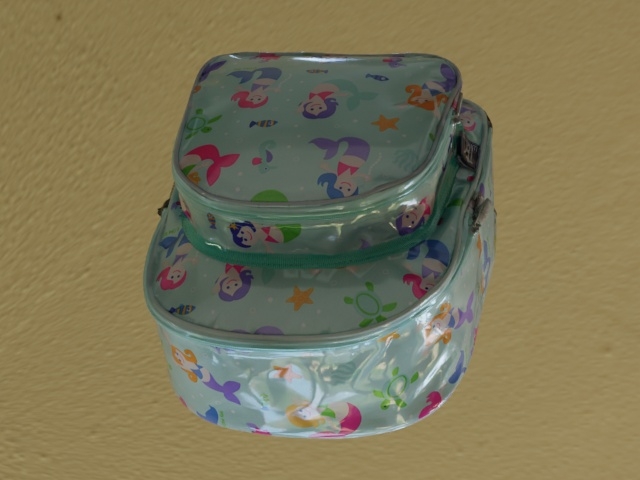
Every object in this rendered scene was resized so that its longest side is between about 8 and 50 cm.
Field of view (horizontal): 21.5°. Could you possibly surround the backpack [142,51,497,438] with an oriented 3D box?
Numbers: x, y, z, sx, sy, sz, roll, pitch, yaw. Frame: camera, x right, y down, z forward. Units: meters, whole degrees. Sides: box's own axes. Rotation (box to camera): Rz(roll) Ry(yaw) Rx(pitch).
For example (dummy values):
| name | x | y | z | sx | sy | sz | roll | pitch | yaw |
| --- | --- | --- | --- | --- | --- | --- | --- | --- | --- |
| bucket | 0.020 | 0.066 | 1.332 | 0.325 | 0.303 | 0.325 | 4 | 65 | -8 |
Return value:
| name | x | y | z | sx | sy | sz | roll | pitch | yaw |
| --- | --- | --- | --- | --- | --- | --- | --- | --- | --- |
| backpack | 0.000 | 0.000 | 1.093 | 0.225 | 0.191 | 0.253 | 2 | -133 | 13 |
